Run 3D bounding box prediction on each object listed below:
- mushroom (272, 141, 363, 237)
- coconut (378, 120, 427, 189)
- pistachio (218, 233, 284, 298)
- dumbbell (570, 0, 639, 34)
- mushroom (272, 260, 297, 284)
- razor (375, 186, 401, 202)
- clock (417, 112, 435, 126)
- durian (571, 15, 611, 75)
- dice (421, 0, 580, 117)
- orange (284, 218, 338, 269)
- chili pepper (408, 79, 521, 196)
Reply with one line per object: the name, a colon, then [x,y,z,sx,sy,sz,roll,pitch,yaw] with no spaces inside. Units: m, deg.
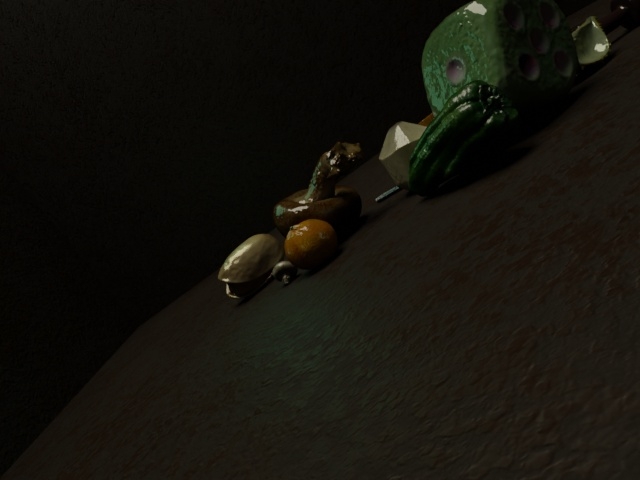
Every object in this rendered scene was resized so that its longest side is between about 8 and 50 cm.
mushroom: [-0.020,-0.145,1.827,0.334,0.356,0.331,7,43,36]
coconut: [0.300,-0.289,1.709,0.202,0.221,0.202,-32,5,3]
pistachio: [-0.259,0.098,2.001,0.188,0.187,0.299,-25,20,52]
dumbbell: [0.994,-0.747,1.789,0.225,0.124,0.140,-35,9,6]
mushroom: [-0.115,0.112,1.715,0.085,0.085,0.079,-34,43,15]
razor: [0.284,-0.196,1.912,0.190,0.033,0.066,-35,-36,26]
clock: [0.434,-0.383,1.904,0.235,0.166,0.309,-38,1,-10]
durian: [0.822,-0.598,1.624,0.252,0.139,0.144,-38,4,-10]
dice: [0.516,-0.507,1.500,0.331,0.318,0.322,-14,-1,-28]
orange: [-0.031,0.011,1.644,0.178,0.155,0.177,-22,11,5]
chili pepper: [0.376,-0.244,1.382,0.385,0.213,0.167,122,150,-59]
